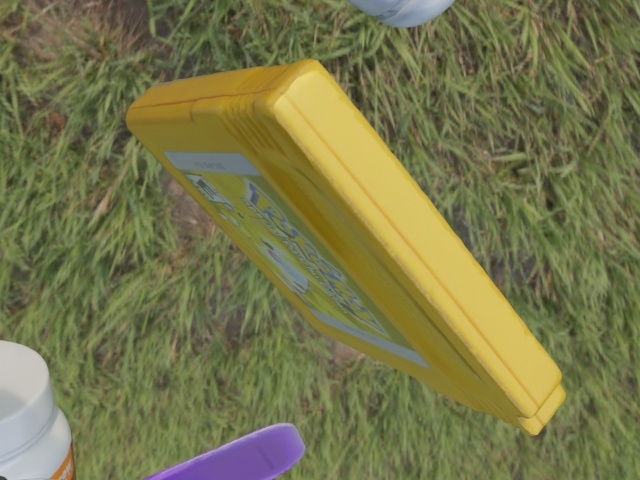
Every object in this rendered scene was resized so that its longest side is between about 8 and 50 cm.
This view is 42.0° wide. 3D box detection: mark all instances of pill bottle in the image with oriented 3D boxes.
[{"bbox_3d":[-0.460,0.351,1.179,0.224,0.224,0.392,4,121,1],"label":"pill bottle"}]

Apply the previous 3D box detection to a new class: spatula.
[{"bbox_3d":[-0.154,0.143,0.464,0.296,0.030,0.084,-8,150,5],"label":"spatula"}]

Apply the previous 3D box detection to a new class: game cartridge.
[{"bbox_3d":[0.000,0.000,0.606,0.053,0.323,0.285,-46,113,-12],"label":"game cartridge"}]

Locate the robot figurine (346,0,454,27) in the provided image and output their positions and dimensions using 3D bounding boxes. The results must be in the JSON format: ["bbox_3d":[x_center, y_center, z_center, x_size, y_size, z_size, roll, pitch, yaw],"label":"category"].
[{"bbox_3d":[0.076,-0.440,1.199,0.353,0.300,0.200,25,90,-23],"label":"robot figurine"}]
